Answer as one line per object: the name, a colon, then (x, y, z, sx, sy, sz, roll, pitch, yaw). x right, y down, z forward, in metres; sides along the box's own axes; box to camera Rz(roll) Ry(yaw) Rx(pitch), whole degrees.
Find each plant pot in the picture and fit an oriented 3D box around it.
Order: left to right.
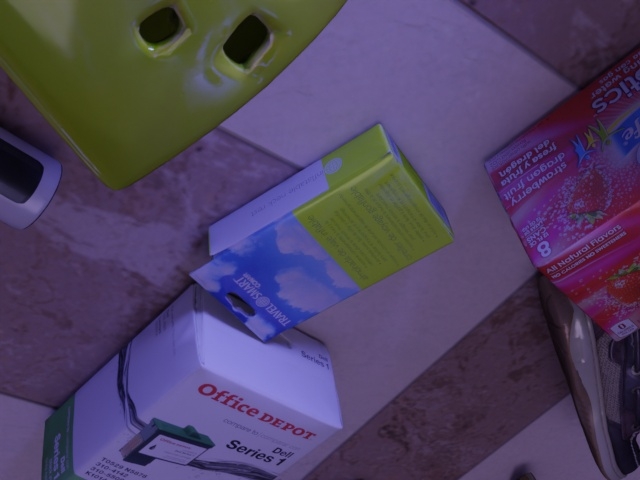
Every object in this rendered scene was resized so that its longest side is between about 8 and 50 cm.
plant pot: (-0.068, -0.198, 0.357, 0.207, 0.228, 0.227, -27, 131, 5)

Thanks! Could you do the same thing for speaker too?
speaker: (-0.238, -0.062, 0.555, 0.055, 0.055, 0.136, -39, 128, 22)

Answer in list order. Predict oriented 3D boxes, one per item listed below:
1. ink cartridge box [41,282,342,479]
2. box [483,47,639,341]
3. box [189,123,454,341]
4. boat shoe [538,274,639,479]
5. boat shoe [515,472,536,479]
ink cartridge box: (-0.113, 0.158, 0.757, 0.160, 0.092, 0.219, 30, 120, -34)
box: (0.265, -0.061, 0.616, 0.257, 0.122, 0.128, -37, 129, 21)
box: (0.000, 0.000, 0.670, 0.178, 0.042, 0.109, -30, 131, 15)
boat shoe: (0.277, 0.128, 0.810, 0.092, 0.103, 0.285, -19, 127, 12)
boat shoe: (0.222, 0.317, 1.005, 0.045, 0.050, 0.135, -8, 133, -12)
